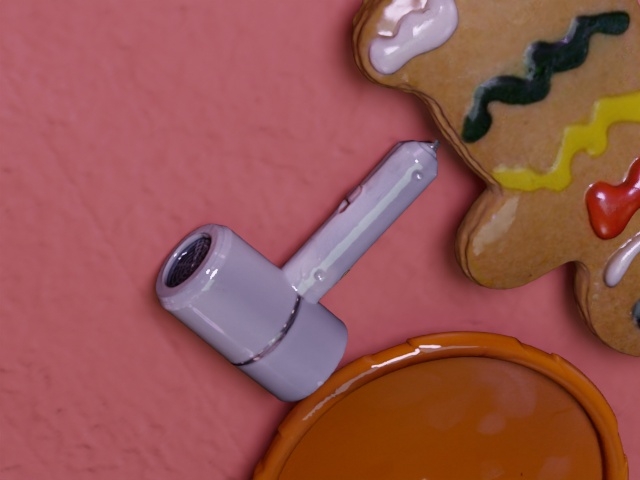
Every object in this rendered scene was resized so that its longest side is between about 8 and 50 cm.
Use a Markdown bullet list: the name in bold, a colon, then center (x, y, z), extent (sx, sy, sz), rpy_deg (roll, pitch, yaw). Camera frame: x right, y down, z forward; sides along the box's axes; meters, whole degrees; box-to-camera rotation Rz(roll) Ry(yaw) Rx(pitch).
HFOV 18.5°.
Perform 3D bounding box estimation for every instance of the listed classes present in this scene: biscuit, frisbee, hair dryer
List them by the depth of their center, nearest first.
- **biscuit**: center (0.121, -0.042, 0.872), extent (0.158, 0.035, 0.240), rpy_deg (-37, 118, -3)
- **hair dryer**: center (0.000, 0.000, 0.878), extent (0.137, 0.047, 0.082), rpy_deg (-46, 116, 6)
- **frisbee**: center (0.055, 0.125, 0.955), extent (0.192, 0.035, 0.192), rpy_deg (-6, 118, -11)
